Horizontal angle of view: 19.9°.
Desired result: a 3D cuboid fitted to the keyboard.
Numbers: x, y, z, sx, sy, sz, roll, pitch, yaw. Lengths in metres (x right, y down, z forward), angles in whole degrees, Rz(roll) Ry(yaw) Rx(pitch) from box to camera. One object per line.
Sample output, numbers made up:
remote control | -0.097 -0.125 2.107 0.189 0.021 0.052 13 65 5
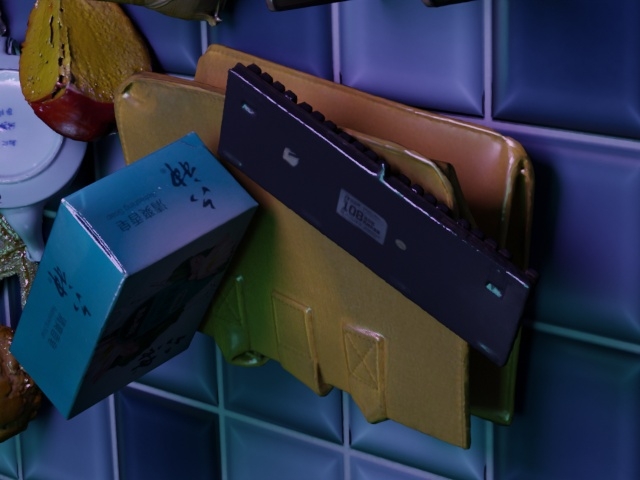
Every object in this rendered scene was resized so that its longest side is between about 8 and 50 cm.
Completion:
keyboard | 0.040 -0.027 1.430 0.317 0.027 0.106 38 138 24

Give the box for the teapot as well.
teapot | -0.310 -0.100 1.849 0.159 0.159 0.232 -23 71 44

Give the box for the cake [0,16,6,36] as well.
cake | -0.424 -0.270 1.811 0.172 0.158 0.283 43 158 12

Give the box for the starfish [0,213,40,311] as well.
starfish | -0.335 0.019 1.959 0.176 0.053 0.208 -42 68 48

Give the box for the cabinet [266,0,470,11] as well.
cabinet | 0.052 -0.295 1.433 0.174 0.148 0.215 5 105 42

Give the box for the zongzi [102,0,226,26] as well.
zongzi | -0.145 -0.279 1.591 0.194 0.197 0.099 -58 48 33

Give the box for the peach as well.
peach | -0.235 -0.171 1.754 0.092 0.127 0.172 -44 67 44

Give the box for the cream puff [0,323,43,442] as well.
cream puff | -0.358 0.154 1.986 0.126 0.103 0.144 50 131 27

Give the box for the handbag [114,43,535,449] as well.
handbag | 0.000 0.000 1.592 0.401 0.133 0.283 19 120 38

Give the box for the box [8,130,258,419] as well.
box | -0.166 0.034 1.584 0.092 0.153 0.245 47 143 15
